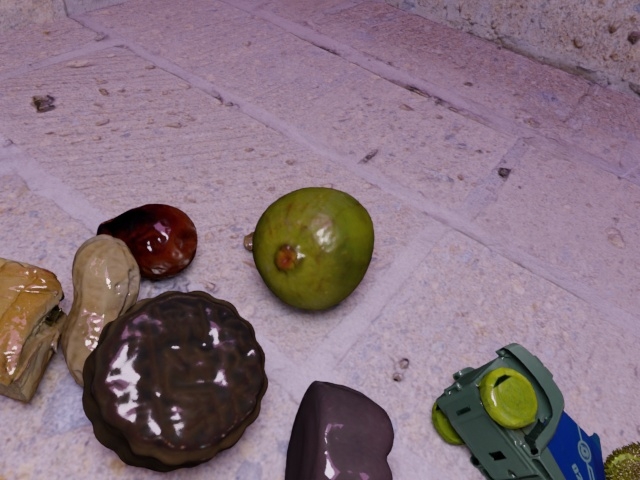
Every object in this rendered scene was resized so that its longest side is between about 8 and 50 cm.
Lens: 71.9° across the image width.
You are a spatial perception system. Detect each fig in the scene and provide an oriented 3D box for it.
[{"bbox_3d":[0.000,0.000,0.988,0.258,0.258,0.326,25,30,14],"label":"fig"}]

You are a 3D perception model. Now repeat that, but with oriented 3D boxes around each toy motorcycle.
[{"bbox_3d":[0.376,0.352,0.773,0.200,0.191,0.326,-29,72,-34],"label":"toy motorcycle"}]

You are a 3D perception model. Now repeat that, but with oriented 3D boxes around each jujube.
[{"bbox_3d":[-0.391,0.000,0.982,0.237,0.168,0.168,3,45,17],"label":"jujube"}]

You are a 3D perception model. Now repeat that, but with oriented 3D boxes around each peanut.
[{"bbox_3d":[-0.411,0.129,0.836,0.130,0.130,0.290,2,74,-7],"label":"peanut"}]

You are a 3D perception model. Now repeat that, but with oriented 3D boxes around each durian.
[{"bbox_3d":[0.575,0.430,0.749,0.198,0.146,0.159,4,31,-13],"label":"durian"}]

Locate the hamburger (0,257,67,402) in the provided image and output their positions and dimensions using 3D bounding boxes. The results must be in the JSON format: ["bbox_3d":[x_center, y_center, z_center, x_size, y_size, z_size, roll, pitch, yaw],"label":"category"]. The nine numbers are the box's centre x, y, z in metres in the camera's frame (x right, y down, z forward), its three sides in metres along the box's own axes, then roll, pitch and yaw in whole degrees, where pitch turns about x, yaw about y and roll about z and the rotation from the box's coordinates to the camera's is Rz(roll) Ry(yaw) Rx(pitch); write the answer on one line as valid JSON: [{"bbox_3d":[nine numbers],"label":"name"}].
[{"bbox_3d":[-0.584,0.139,0.811,0.330,0.162,0.209,23,45,16],"label":"hamburger"}]

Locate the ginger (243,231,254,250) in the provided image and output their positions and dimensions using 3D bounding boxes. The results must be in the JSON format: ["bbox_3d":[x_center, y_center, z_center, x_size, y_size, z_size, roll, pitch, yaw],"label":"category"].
[{"bbox_3d":[-0.109,-0.016,1.102,0.165,0.067,0.096,-41,69,-20],"label":"ginger"}]

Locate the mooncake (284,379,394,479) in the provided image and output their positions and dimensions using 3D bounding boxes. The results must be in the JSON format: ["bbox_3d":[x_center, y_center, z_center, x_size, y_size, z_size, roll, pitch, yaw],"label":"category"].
[{"bbox_3d":[0.020,0.343,0.676,0.134,0.244,0.244,16,47,-5],"label":"mooncake"}]

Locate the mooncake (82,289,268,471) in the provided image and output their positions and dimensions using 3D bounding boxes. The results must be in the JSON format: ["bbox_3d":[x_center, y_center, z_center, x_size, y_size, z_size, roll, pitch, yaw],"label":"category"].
[{"bbox_3d":[-0.232,0.221,0.732,0.291,0.161,0.290,16,55,-24],"label":"mooncake"}]
